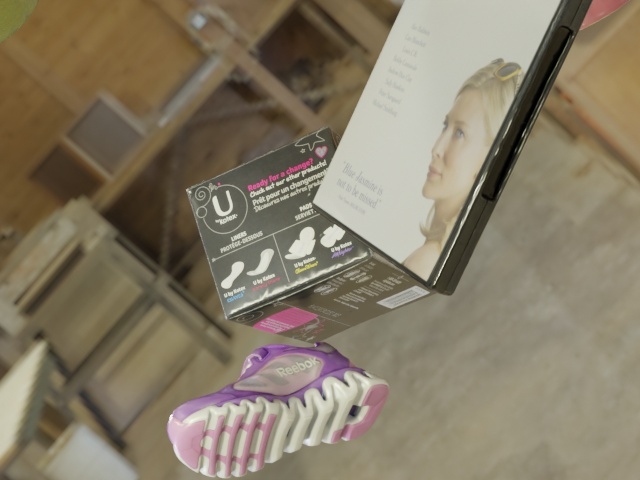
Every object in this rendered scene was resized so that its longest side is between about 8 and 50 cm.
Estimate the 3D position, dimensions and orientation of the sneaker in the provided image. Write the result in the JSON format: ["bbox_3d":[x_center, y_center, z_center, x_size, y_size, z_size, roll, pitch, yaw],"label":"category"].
[{"bbox_3d":[-0.052,0.152,1.455,0.236,0.104,0.095,-10,-44,-37],"label":"sneaker"}]

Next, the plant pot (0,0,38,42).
[{"bbox_3d":[-0.361,-0.275,1.260,0.275,0.275,0.293,-48,-26,-1],"label":"plant pot"}]

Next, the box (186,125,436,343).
[{"bbox_3d":[0.000,0.000,1.516,0.163,0.142,0.247,-24,-16,15],"label":"box"}]

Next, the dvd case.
[{"bbox_3d":[0.089,-0.106,1.010,0.180,0.022,0.253,36,103,58],"label":"dvd case"}]

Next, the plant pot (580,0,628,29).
[{"bbox_3d":[0.217,-0.301,1.434,0.201,0.180,0.201,-33,20,13],"label":"plant pot"}]
